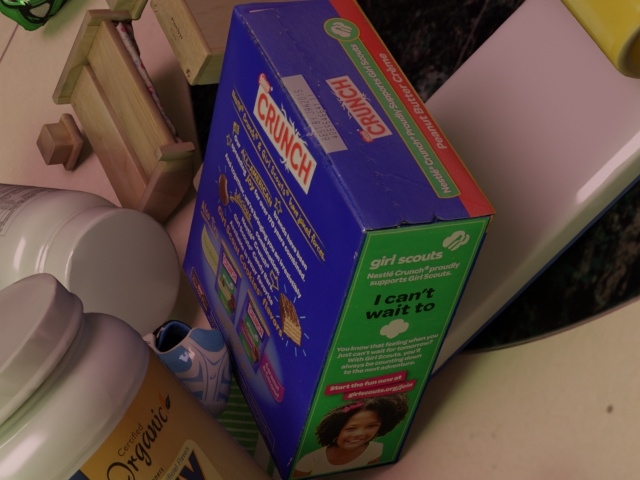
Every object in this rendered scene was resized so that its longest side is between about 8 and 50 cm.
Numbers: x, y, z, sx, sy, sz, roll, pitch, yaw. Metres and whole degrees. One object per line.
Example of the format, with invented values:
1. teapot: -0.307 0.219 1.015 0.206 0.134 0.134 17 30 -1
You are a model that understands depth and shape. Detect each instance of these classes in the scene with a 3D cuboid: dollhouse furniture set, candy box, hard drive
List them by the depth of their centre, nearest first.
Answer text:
1. candy box: 0.000 0.000 1.495 0.317 0.122 0.268 105 146 -45
2. hard drive: 0.150 -0.057 1.565 0.319 0.040 0.210 -45 48 15
3. dollhouse furniture set: -0.116 -0.105 1.818 0.303 0.173 0.355 62 143 26

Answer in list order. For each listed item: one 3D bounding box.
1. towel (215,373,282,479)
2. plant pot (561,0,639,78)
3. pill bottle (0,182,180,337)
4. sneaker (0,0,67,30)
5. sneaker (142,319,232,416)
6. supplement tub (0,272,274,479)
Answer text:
1. towel: -0.149 0.225 1.691 0.324 0.038 0.248 -4 68 39
2. plant pot: 0.264 -0.274 1.445 0.254 0.254 0.239 -33 67 25
3. pill bottle: -0.278 0.027 1.789 0.283 0.160 0.160 7 75 48
4. sneaker: -0.391 -0.376 2.110 0.146 0.134 0.343 -50 47 12
5. sneaker: -0.148 0.117 1.631 0.237 0.085 0.086 -6 71 58
6. supplement tub: -0.184 0.203 1.448 0.228 0.316 0.228 -35 21 16
